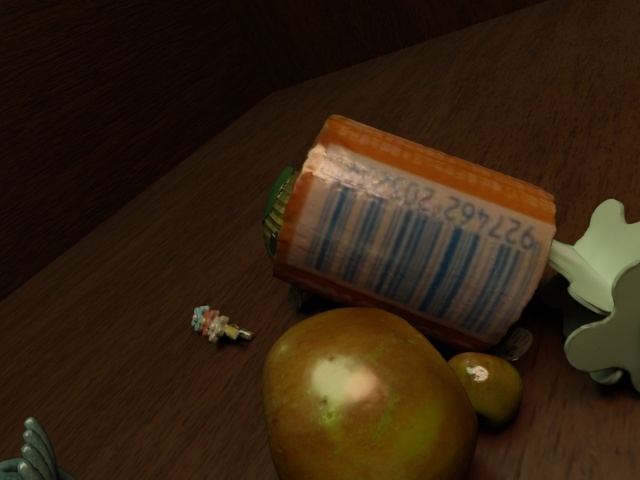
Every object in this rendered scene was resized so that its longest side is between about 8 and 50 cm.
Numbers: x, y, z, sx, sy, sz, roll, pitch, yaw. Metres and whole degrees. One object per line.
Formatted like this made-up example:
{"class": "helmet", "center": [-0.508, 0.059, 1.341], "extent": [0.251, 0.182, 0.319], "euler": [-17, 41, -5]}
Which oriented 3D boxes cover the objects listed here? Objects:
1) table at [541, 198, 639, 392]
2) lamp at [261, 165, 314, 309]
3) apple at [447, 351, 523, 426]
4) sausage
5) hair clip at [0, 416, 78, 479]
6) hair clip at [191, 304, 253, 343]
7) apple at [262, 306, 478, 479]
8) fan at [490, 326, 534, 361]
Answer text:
{"class": "table", "center": [0.332, 0.050, 0.538], "extent": [0.166, 0.167, 0.198], "euler": [-21, 21, 14]}
{"class": "lamp", "center": [0.000, 0.000, 0.844], "extent": [0.285, 0.250, 0.250], "euler": [-62, 27, 9]}
{"class": "apple", "center": [0.183, 0.167, 0.530], "extent": [0.089, 0.090, 0.075], "euler": [-1, 50, 41]}
{"class": "sausage", "center": [0.107, -0.008, 0.598], "extent": [0.286, 0.233, 0.233], "euler": [19, 40, 3]}
{"class": "hair clip", "center": [-0.391, 0.366, 0.508], "extent": [0.238, 0.392, 0.318], "euler": [-31, 9, -28]}
{"class": "hair clip", "center": [-0.215, 0.168, 0.928], "extent": [0.213, 0.056, 0.063], "euler": [7, 76, 47]}
{"class": "apple", "center": [0.050, 0.182, 0.503], "extent": [0.207, 0.237, 0.237], "euler": [-15, 28, -2]}
{"class": "fan", "center": [0.242, 0.138, 0.619], "extent": [0.080, 0.003, 0.060], "euler": [-8, 33, 32]}
